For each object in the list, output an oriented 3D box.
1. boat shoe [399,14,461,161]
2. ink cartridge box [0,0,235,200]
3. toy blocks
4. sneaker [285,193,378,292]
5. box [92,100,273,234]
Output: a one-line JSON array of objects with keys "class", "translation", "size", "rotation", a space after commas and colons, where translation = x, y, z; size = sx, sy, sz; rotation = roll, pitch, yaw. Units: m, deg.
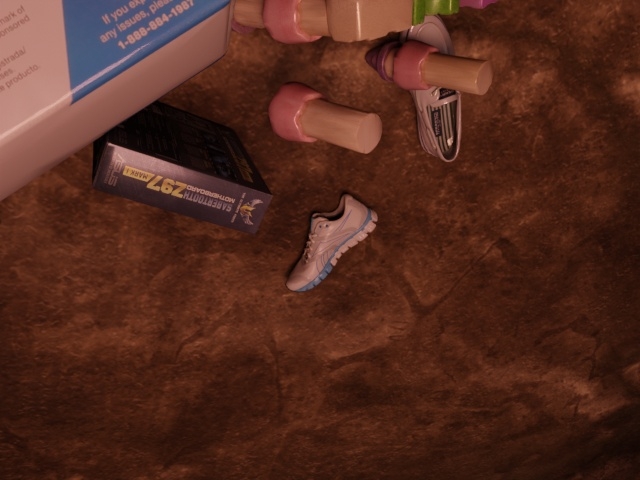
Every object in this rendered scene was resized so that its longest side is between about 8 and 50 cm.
[{"class": "boat shoe", "translation": [0.175, -0.221, 0.824], "size": [0.083, 0.076, 0.226], "rotation": [-25, 126, -3]}, {"class": "ink cartridge box", "translation": [-0.299, -0.266, 0.451], "size": [0.285, 0.166, 0.395], "rotation": [-35, 98, -8]}, {"class": "toy blocks", "translation": [0.029, -0.299, 0.642], "size": [0.289, 0.260, 0.309], "rotation": [-30, 131, -35]}, {"class": "sneaker", "translation": [0.000, 0.000, 0.919], "size": [0.190, 0.071, 0.083], "rotation": [-47, 118, 3]}, {"class": "box", "translation": [-0.174, -0.104, 0.679], "size": [0.183, 0.232, 0.059], "rotation": [15, 113, -29]}]
